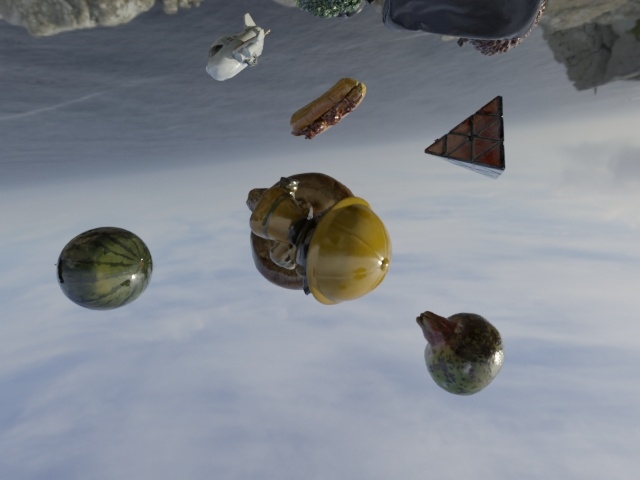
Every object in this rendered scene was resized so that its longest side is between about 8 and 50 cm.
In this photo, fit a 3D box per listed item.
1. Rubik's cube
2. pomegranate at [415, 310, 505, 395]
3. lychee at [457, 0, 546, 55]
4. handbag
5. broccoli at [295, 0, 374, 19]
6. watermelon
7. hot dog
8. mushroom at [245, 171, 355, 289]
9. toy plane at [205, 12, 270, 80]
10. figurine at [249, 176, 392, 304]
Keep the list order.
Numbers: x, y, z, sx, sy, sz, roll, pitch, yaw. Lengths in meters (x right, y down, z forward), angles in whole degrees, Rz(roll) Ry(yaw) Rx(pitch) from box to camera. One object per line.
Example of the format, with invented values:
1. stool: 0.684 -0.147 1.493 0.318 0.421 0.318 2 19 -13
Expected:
1. Rubik's cube: 0.411 -0.220 1.051 0.211 0.190 0.178 33 179 44
2. pomegranate: 0.344 0.265 1.130 0.214 0.248 0.214 -48 -174 7
3. lychee: 0.444 -0.572 1.104 0.200 0.200 0.238 -18 176 -45
4. handbag: 0.277 -0.501 0.897 0.332 0.075 0.191 10 163 9
5. broccoli: 0.042 -0.770 1.264 0.247 0.243 0.263 10 155 -30
6. watermelon: -0.280 0.034 0.551 0.133 0.105 0.105 0 -168 11
7. hot dog: 0.014 -0.321 1.117 0.102 0.076 0.249 -1 165 -46
8. mushroom: -0.039 -0.031 1.262 0.345 0.345 0.239 -7 -170 5
9. toy plane: -0.249 -0.564 1.295 0.244 0.117 0.245 -23 -147 16
10. figurine: -0.001 0.000 0.761 0.256 0.192 0.167 25 -179 9
